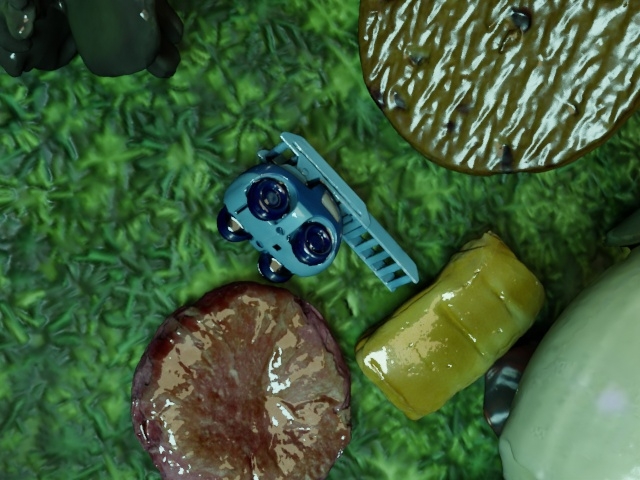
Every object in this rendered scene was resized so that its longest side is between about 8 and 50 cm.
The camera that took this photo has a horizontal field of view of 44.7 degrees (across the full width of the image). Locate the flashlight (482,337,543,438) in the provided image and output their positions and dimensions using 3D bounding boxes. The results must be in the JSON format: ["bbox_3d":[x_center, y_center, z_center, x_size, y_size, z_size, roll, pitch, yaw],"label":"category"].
[{"bbox_3d":[0.233,0.097,0.567,0.232,0.093,0.093,-9,88,-25],"label":"flashlight"}]

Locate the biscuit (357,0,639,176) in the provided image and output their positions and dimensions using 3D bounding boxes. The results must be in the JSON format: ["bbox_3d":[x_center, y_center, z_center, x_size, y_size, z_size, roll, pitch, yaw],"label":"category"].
[{"bbox_3d":[0.120,-0.146,0.503,0.036,0.212,0.212,-20,93,-64],"label":"biscuit"}]

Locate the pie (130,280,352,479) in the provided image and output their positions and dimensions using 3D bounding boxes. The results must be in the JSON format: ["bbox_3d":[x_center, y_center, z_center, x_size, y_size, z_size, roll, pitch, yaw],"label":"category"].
[{"bbox_3d":[-0.043,0.100,0.488,0.153,0.038,0.154,1,86,-21],"label":"pie"}]

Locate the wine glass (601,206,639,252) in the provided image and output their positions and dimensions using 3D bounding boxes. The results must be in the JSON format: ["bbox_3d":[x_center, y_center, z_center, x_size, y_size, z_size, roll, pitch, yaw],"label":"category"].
[{"bbox_3d":[0.213,-0.156,0.554,0.143,0.143,0.321,-25,92,-20],"label":"wine glass"}]

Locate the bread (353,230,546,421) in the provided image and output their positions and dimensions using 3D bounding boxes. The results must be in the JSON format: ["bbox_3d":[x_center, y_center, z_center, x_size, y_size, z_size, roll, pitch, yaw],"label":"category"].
[{"bbox_3d":[0.087,0.059,0.526,0.132,0.053,0.074,-39,97,-8],"label":"bread"}]

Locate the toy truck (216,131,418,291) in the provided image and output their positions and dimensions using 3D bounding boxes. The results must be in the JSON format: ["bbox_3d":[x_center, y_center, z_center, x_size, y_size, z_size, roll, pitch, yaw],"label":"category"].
[{"bbox_3d":[0.000,0.000,0.505,0.136,0.063,0.074,48,53,-13],"label":"toy truck"}]

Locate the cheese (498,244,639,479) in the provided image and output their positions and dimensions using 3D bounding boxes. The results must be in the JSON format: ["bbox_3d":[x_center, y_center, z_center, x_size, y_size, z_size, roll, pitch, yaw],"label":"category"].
[{"bbox_3d":[0.224,0.130,0.446,0.233,0.127,0.266,-31,114,-19],"label":"cheese"}]

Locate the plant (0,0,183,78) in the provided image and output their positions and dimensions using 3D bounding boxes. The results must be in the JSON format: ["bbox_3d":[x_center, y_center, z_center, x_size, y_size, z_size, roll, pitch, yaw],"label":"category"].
[{"bbox_3d":[-0.159,-0.202,0.393,0.276,0.199,0.188,32,79,-7],"label":"plant"}]
